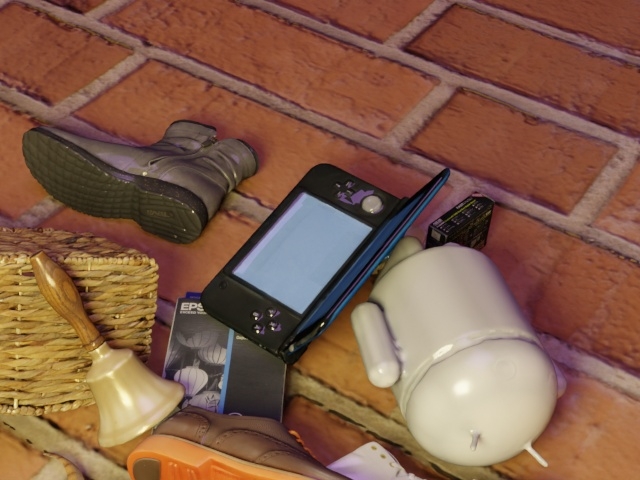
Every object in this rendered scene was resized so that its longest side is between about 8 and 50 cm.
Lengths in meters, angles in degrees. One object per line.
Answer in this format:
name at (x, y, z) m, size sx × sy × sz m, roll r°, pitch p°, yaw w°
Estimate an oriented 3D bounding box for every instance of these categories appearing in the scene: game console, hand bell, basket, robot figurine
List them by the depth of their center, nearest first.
hand bell at (-0.280, 0.118, 1.404) m, size 0.126 × 0.242 × 0.126 m, roll -29°, pitch 15°, yaw 8°
basket at (-0.391, 0.100, 1.504) m, size 0.299 × 0.213 × 0.223 m, roll 1°, pitch 9°, yaw -36°
robot figurine at (0.181, 0.147, 1.507) m, size 0.300 × 0.200 × 0.353 m, roll 6°, pitch 38°, yaw -24°
game console at (0.000, 0.000, 1.531) m, size 0.250 × 0.173 × 0.293 m, roll 29°, pitch 65°, yaw 26°

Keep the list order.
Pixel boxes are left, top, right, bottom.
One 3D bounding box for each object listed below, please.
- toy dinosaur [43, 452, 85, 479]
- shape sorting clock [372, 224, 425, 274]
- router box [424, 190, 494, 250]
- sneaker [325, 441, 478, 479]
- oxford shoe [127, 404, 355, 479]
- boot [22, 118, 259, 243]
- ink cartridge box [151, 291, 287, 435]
toy dinosaur at (-0.287, 0.318, 1.384) m, size 0.112 × 0.064 × 0.211 m, roll -2°, pitch 42°, yaw -5°
shape sorting clock at (0.055, 0.018, 1.716) m, size 0.206 × 0.040 × 0.206 m, roll -13°, pitch 13°, yaw 3°
router box at (0.210, -0.008, 1.766) m, size 0.038 × 0.092 × 0.122 m, roll 33°, pitch 49°, yaw 30°
sneaker at (0.125, 0.303, 1.399) m, size 0.292 × 0.108 × 0.169 m, roll -12°, pitch 47°, yaw -15°
oxford shoe at (-0.037, 0.266, 1.326) m, size 0.363 × 0.130 × 0.133 m, roll 15°, pitch 39°, yaw 20°
boot at (-0.288, -0.128, 1.867) m, size 0.338 × 0.118 × 0.223 m, roll 26°, pitch 42°, yaw 8°
ink cartridge box at (-0.126, 0.169, 1.566) m, size 0.165 × 0.065 × 0.333 m, roll 2°, pitch 41°, yaw 0°
